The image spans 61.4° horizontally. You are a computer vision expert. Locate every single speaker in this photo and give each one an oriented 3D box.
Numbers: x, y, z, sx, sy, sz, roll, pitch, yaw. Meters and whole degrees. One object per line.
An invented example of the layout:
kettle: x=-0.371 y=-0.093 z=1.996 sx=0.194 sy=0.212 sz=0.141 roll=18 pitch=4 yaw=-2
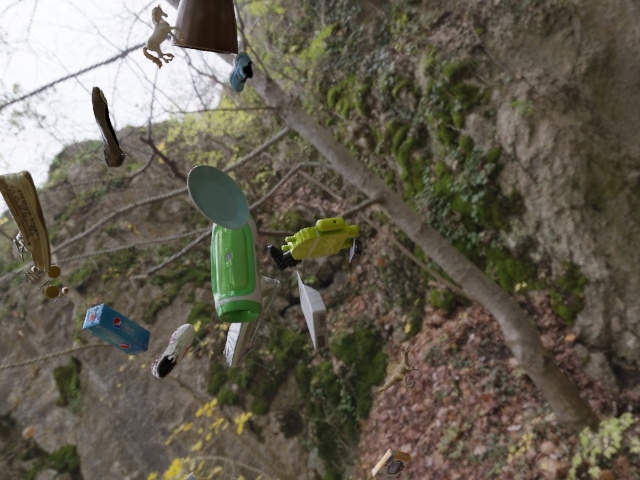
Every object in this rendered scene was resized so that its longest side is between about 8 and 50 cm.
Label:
speaker: x=-0.230 y=0.068 z=1.475 sx=0.131 sy=0.297 sz=0.131 roll=-6 pitch=-27 yaw=-3

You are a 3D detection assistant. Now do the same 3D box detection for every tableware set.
tableware set: x=-0.985 y=0.143 z=1.964 sx=0.104 sy=0.154 sz=0.024 roll=-51 pitch=19 yaw=-28

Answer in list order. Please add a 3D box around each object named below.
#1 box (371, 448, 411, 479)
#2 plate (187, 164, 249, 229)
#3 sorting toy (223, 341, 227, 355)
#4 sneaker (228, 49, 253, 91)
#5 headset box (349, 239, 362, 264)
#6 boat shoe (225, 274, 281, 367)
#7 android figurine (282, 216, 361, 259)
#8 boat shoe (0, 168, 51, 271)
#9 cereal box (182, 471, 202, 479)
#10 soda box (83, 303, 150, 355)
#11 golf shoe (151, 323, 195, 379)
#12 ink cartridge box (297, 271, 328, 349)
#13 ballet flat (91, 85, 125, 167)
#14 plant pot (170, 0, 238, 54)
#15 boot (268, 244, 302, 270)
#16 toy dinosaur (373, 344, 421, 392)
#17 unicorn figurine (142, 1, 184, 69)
box: x=0.231 y=0.751 z=1.790 sx=0.136 sy=0.081 sz=0.028 roll=-61 pitch=21 yaw=22
plate: x=-0.256 y=-0.104 z=1.339 sx=0.024 sy=0.188 sz=0.188 roll=-34 pitch=-8 yaw=31
sorting toy: x=-0.365 y=0.446 z=2.215 sx=0.044 sy=0.083 sz=0.075 roll=-9 pitch=48 yaw=47
sneaker: x=-0.273 y=-0.576 z=1.878 sx=0.063 sy=0.073 sz=0.162 roll=-38 pitch=-15 yaw=-31
headset box: x=0.133 y=0.047 z=2.052 sx=0.083 sy=0.032 sz=0.062 roll=106 pitch=172 yaw=-54
boat shoe: x=-0.225 y=0.271 z=1.771 sx=0.118 sy=0.103 sz=0.321 roll=13 pitch=84 yaw=67
android figurine: x=0.000 y=0.000 z=1.905 sx=0.272 sy=0.056 sz=0.248 roll=-8 pitch=-25 yaw=-19
boat shoe: x=-0.790 y=-0.046 z=1.449 sx=0.089 sy=0.104 sz=0.286 roll=-14 pitch=-72 yaw=-24
cereal box: x=-0.451 y=0.840 z=1.624 sx=0.173 sy=0.047 sz=0.240 roll=-24 pitch=-44 yaw=-59
soda box: x=-0.628 y=0.281 z=1.677 sx=0.067 sy=0.071 sz=0.210 roll=-19 pitch=-41 yaw=19
golf shoe: x=-0.437 y=0.339 z=1.636 sx=0.186 sy=0.067 sz=0.086 roll=-58 pitch=22 yaw=-17
ink cartridge box: x=-0.027 y=0.245 z=1.936 sx=0.066 sy=0.232 sz=0.189 roll=-9 pitch=-53 yaw=-6
ballet flat: x=-0.646 y=-0.346 z=1.649 sx=0.058 sy=0.250 sz=0.084 roll=-7 pitch=20 yaw=-1
plant pot: x=-0.355 y=-0.718 z=1.695 sx=0.215 sy=0.215 sz=0.231 roll=-19 pitch=-60 yaw=-59
boot: x=-0.134 y=0.055 z=2.087 sx=0.099 sy=0.121 sz=0.045 roll=-25 pitch=12 yaw=20
toy dinosaur: x=0.230 y=0.395 z=1.568 sx=0.183 sy=0.092 sz=0.053 roll=-50 pitch=-23 yaw=-28
unicorn figurine: x=-0.421 y=-0.551 z=1.441 sx=0.162 sy=0.111 sz=0.060 roll=-61 pitch=16 yaw=-10
